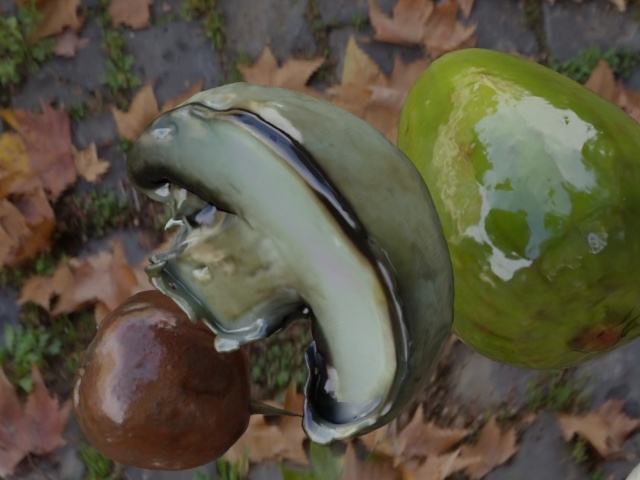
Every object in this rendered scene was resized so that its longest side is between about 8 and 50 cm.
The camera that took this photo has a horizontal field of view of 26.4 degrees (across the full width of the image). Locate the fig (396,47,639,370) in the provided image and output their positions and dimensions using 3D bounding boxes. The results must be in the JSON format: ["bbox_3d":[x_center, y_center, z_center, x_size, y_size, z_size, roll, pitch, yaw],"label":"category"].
[{"bbox_3d":[0.191,-0.038,1.280,0.258,0.258,0.326,-27,61,-11],"label":"fig"}]

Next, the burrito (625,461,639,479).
[{"bbox_3d":[0.159,0.156,0.662,0.082,0.275,0.059,14,33,-27],"label":"burrito"}]

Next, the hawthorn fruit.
[{"bbox_3d":[-0.115,0.120,1.108,0.189,0.149,0.149,14,70,16],"label":"hawthorn fruit"}]

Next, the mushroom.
[{"bbox_3d":[0.002,-0.007,0.998,0.267,0.189,0.164,44,38,9],"label":"mushroom"}]
